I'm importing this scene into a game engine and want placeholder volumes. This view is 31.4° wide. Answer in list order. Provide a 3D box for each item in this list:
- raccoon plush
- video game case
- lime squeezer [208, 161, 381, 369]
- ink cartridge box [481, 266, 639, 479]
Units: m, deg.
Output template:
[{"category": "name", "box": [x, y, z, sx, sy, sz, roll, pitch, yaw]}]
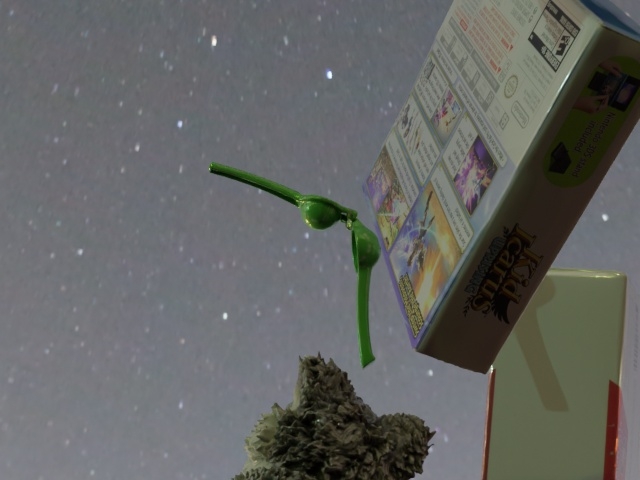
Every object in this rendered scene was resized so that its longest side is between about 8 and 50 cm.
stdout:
[{"category": "raccoon plush", "box": [0.026, 0.289, 1.011, 0.216, 0.446, 0.299, 40, -98, -28]}, {"category": "video game case", "box": [0.123, -0.078, 0.825, 0.061, 0.269, 0.244, 21, -66, -16]}, {"category": "lime squeezer", "box": [0.000, 0.000, 1.345, 0.110, 0.059, 0.310, -39, -105, 0]}, {"category": "ink cartridge box", "box": [0.336, 0.203, 1.490, 0.161, 0.279, 0.385, 1, -11, 22]}]
